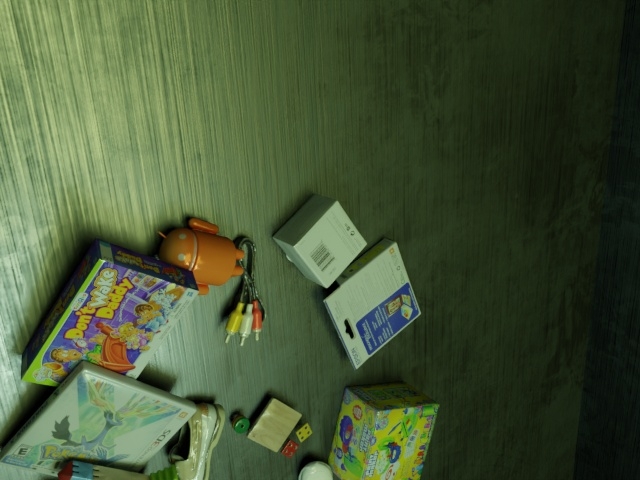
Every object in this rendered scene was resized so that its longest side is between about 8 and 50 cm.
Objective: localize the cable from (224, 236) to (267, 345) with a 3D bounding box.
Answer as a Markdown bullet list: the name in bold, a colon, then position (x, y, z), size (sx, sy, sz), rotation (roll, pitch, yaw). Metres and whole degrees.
- **cable**: position (-0.182, 0.136, 1.502), size (0.139, 0.072, 0.287), rotation (3, 102, -42)

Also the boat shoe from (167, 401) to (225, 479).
- **boat shoe**: position (-0.352, 0.580, 1.497), size (0.103, 0.113, 0.302), rotation (20, 81, -36)

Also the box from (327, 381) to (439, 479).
- **box**: position (0.208, 0.646, 1.866), size (0.279, 0.177, 0.289), rotation (7, 100, -37)

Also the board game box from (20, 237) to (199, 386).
- **board game box**: position (-0.463, 0.183, 1.236), size (0.233, 0.078, 0.347), rotation (25, 111, -38)

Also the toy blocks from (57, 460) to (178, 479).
- **toy blocks**: position (-0.549, 0.680, 1.332), size (0.261, 0.190, 0.381), rotation (27, 105, -31)

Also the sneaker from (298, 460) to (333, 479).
- **sneaker**: position (0.017, 0.842, 1.801), size (0.114, 0.152, 0.305), rotation (-19, 114, -16)

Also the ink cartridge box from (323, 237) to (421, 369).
- **ink cartridge box**: position (0.157, 0.200, 1.769), size (0.307, 0.072, 0.303), rotation (-35, 122, -20)

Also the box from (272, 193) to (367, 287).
- **box**: position (0.000, 0.000, 1.561), size (0.182, 0.119, 0.181), rotation (-47, 125, -15)

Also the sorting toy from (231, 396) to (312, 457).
- **sorting toy**: position (-0.138, 0.544, 1.671), size (0.274, 0.046, 0.132), rotation (42, 78, -36)

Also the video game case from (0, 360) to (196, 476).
- **video game case**: position (-0.509, 0.447, 1.320), size (0.300, 0.036, 0.329), rotation (-47, 130, 6)

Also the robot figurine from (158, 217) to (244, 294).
- **robot figurine**: position (-0.292, 0.042, 1.359), size (0.219, 0.128, 0.158), rotation (15, 110, -37)
